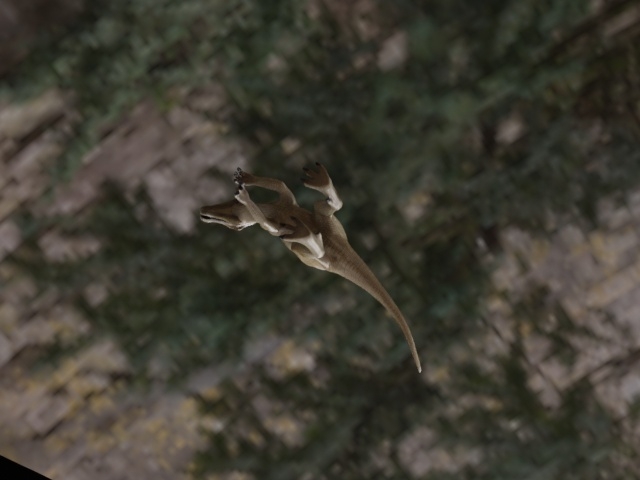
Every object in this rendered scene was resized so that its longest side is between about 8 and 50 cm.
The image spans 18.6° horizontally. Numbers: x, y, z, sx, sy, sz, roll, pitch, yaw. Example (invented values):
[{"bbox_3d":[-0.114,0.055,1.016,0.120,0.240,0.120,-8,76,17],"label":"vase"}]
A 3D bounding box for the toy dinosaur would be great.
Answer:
[{"bbox_3d":[0.000,0.000,1.197,0.183,0.092,0.053,33,-108,28],"label":"toy dinosaur"}]

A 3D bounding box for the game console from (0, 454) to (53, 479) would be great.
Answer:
[{"bbox_3d":[-0.271,0.110,0.626,0.361,0.044,0.213,23,-108,9],"label":"game console"}]
